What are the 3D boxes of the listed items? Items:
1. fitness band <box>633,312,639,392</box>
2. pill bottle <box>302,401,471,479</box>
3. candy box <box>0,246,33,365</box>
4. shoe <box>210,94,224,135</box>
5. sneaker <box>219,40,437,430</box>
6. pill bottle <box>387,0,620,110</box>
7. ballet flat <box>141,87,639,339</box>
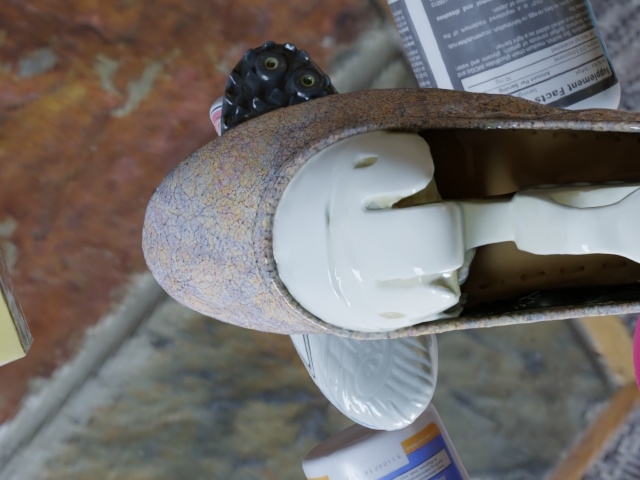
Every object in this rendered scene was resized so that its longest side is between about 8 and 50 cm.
[{"bbox_3d":[0.388,0.104,1.399,0.054,0.291,0.209,-24,121,-49],"label":"fitness band"},{"bbox_3d":[0.104,0.313,1.781,0.152,0.152,0.272,-27,92,-30],"label":"pill bottle"},{"bbox_3d":[-0.212,0.023,1.034,0.053,0.187,0.109,-20,91,-6],"label":"candy box"},{"bbox_3d":[-0.042,-0.056,1.644,0.178,0.063,0.081,41,49,-20],"label":"shoe"},{"bbox_3d":[0.000,0.000,1.022,0.085,0.086,0.237,-21,90,-7],"label":"sneaker"},{"bbox_3d":[0.162,-0.157,1.500,0.162,0.162,0.278,-25,97,-30],"label":"pill bottle"},{"bbox_3d":[0.077,-0.012,0.711,0.316,0.106,0.107,-6,99,4],"label":"ballet flat"}]
